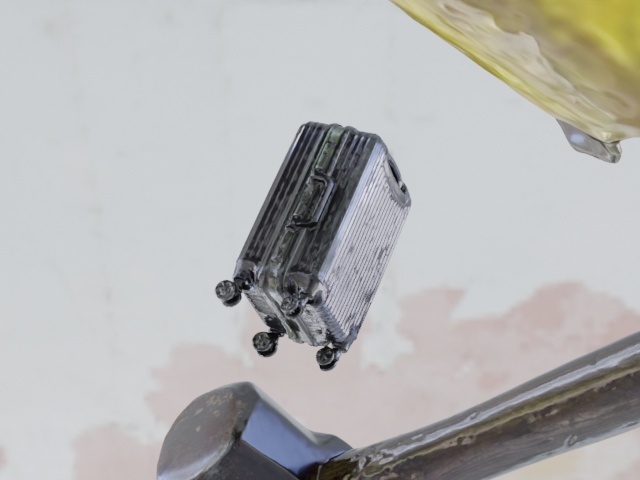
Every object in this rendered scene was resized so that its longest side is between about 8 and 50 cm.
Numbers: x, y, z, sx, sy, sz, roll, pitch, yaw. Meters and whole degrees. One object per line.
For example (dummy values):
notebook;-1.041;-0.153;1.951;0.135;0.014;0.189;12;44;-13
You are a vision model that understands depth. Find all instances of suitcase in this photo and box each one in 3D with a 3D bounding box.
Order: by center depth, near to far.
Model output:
suitcase;0.000;0.000;1.082;0.059;0.126;0.086;12;-25;25

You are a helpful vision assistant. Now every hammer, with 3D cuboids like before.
hammer;0.100;0.141;1.306;0.409;0.095;0.242;-29;-57;37

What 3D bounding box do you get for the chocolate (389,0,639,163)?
chocolate;-0.049;-0.181;0.486;0.445;0.162;0.162;29;-47;-24
